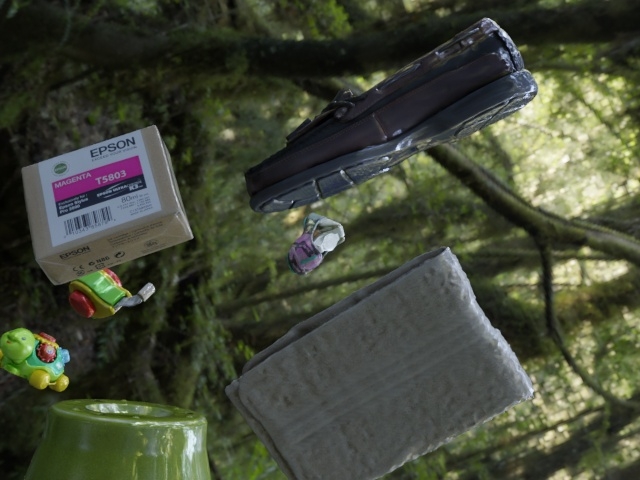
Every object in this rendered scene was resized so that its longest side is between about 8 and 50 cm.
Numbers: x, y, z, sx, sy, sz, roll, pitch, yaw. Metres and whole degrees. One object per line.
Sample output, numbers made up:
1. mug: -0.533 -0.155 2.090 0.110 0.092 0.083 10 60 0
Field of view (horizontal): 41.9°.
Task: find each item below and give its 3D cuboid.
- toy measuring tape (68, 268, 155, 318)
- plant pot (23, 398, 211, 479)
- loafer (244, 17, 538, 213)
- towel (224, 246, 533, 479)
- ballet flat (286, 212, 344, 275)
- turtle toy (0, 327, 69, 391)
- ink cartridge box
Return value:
1. toy measuring tape: -0.479 0.105 1.860 0.330 0.121 0.122 -18 -86 53
2. plant pot: -0.305 0.426 1.248 0.366 0.366 0.353 119 -22 -84
3. loafer: 0.059 -0.121 0.828 0.109 0.302 0.095 56 12 -81
4. towel: 0.058 0.150 0.871 0.187 0.282 0.049 56 13 -12
5. ballet flat: 0.000 0.000 1.516 0.221 0.079 0.077 -60 130 -68
6. turtle toy: -0.398 0.158 1.153 0.095 0.066 0.130 23 -8 17
7. ink cartridge box: -0.343 -0.059 1.338 0.088 0.234 0.193 78 -9 -58
